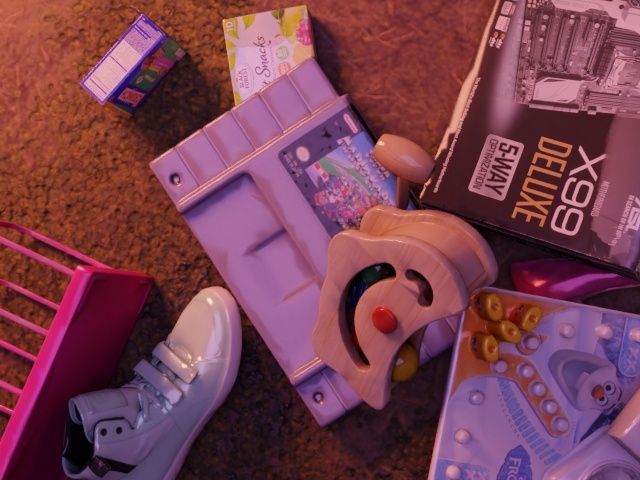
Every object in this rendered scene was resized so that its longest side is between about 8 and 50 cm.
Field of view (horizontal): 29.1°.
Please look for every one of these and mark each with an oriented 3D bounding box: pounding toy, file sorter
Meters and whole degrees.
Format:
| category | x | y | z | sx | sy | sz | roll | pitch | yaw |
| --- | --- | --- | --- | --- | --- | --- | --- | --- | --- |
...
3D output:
| category | x | y | z | sx | sy | sz | roll | pitch | yaw |
| --- | --- | --- | --- | --- | --- | --- | --- | --- | --- |
| pounding toy | 0.105 | 0.031 | 1.256 | 0.154 | 0.155 | 0.269 | 27 | 128 | 22 |
| file sorter | -0.348 | 0.135 | 1.357 | 0.182 | 0.202 | 0.290 | 24 | 91 | 11 |

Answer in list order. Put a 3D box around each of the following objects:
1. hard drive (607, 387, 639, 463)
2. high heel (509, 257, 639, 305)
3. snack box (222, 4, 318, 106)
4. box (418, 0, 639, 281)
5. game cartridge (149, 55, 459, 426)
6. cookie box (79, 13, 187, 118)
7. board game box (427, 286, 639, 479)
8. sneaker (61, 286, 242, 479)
| category | x | y | z | sx | sy | sz | roll | pitch | yaw |
| --- | --- | --- | --- | --- | --- | --- | --- | --- | --- |
| hard drive | 0.468 | 0.219 | 1.266 | 0.307 | 0.040 | 0.203 | 42 | 83 | -11 |
| high heel | 0.330 | 0.007 | 1.342 | 0.244 | 0.082 | 0.117 | -38 | 80 | 11 |
| snack box | -0.051 | -0.189 | 1.411 | 0.100 | 0.037 | 0.141 | -10 | 88 | 7 |
| box | 0.273 | -0.137 | 1.313 | 0.242 | 0.076 | 0.307 | 20 | 85 | 21 |
| game cartridge | 0.000 | 0.000 | 1.368 | 0.230 | 0.068 | 0.355 | -33 | 91 | 9 |
| cookie box | -0.212 | -0.197 | 1.406 | 0.040 | 0.092 | 0.107 | 43 | 94 | 10 |
| board game box | 0.305 | 0.270 | 1.283 | 0.390 | 0.050 | 0.389 | 11 | 89 | -10 |
| sneaker | -0.187 | 0.161 | 1.345 | 0.094 | 0.151 | 0.256 | 28 | 96 | 41 |
